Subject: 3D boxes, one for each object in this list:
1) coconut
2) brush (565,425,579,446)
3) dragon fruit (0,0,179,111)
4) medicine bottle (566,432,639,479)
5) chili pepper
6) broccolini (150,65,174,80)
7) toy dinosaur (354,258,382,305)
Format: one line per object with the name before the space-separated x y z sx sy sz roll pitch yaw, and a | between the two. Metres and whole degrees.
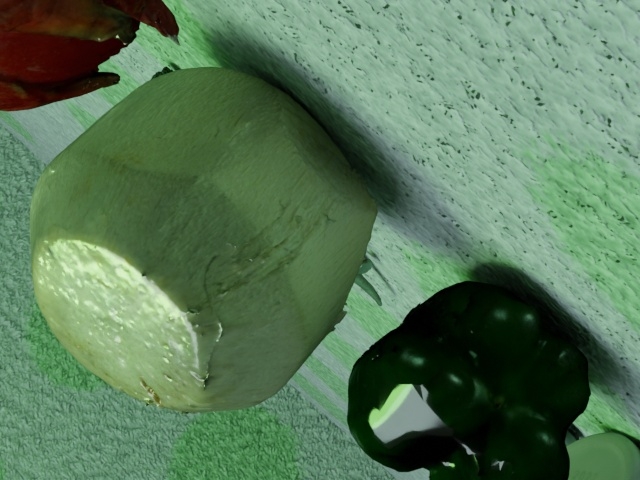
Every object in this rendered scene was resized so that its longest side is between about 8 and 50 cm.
coconut | -0.080 -0.005 1.152 0.245 0.247 0.245 22 136 23
brush | 0.190 0.202 1.499 0.068 0.060 0.297 44 171 2
dragon fruit | -0.194 -0.184 0.787 0.241 0.241 0.252 32 169 46
medicine bottle | 0.316 0.317 1.282 0.341 0.130 0.130 46 170 -20
chili pepper | 0.107 0.122 1.156 0.174 0.165 0.261 24 167 -1
broccolini | -0.100 -0.103 1.374 0.140 0.035 0.030 43 175 -14
toy dinosaur | 0.003 -0.002 1.418 0.106 0.044 0.187 52 -171 25
